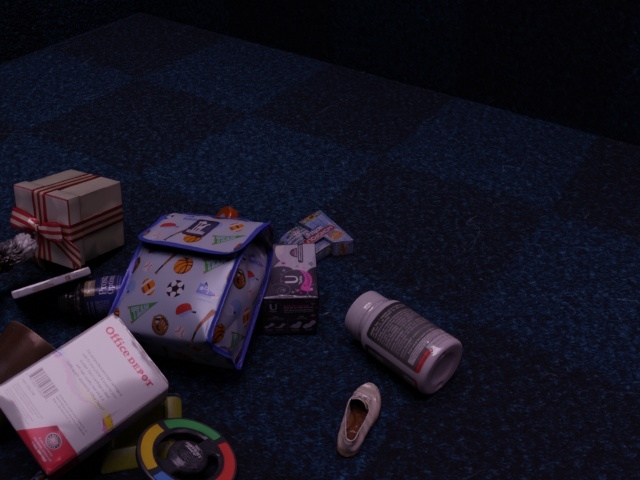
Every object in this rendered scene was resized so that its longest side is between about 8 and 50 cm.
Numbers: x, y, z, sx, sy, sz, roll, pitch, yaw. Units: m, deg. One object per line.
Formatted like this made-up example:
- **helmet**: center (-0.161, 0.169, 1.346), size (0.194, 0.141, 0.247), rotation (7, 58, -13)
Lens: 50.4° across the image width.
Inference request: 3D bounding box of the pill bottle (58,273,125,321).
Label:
- **pill bottle**: center (-0.611, 0.162, 1.906), size (0.219, 0.123, 0.123), rotation (-6, 37, -6)

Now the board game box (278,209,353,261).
- **board game box**: center (0.000, 0.000, 2.178), size (0.194, 0.060, 0.194), rotation (29, 46, 34)

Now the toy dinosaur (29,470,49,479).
- **toy dinosaur**: center (-0.624, 0.536, 1.500), size (0.082, 0.047, 0.090), rotation (-29, 11, -20)

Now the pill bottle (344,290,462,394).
- **pill bottle**: center (0.209, 0.255, 1.757), size (0.161, 0.161, 0.283), rotation (-29, 46, -33)

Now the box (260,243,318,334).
- **box**: center (-0.086, 0.132, 1.934), size (0.163, 0.142, 0.247), rotation (-1, 37, -2)

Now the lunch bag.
- **lunch bag**: center (-0.323, 0.101, 1.766), size (0.327, 0.239, 0.385), rotation (7, 62, 21)

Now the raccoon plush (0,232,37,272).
- **raccoon plush**: center (-0.925, 0.154, 1.801), size (0.446, 0.216, 0.299), rotation (-37, 59, -21)

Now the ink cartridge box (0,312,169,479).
- **ink cartridge box**: center (-0.528, 0.348, 1.518), size (0.306, 0.131, 0.226), rotation (-33, 76, -29)

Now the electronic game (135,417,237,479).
- **electronic game**: center (-0.292, 0.477, 1.492), size (0.229, 0.048, 0.229), rotation (21, 23, -10)

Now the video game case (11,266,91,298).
- **video game case**: center (-0.764, 0.126, 1.925), size (0.206, 0.026, 0.227), rotation (-20, 1, -24)

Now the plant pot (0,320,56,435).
- **plant pot**: center (-0.739, 0.347, 1.618), size (0.215, 0.215, 0.230), rotation (23, 58, 27)

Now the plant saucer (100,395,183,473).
- **plant saucer**: center (-0.422, 0.443, 1.601), size (0.188, 0.045, 0.188), rotation (-7, 37, -9)

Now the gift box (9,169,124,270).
- **gift box**: center (-0.767, -0.049, 2.083), size (0.255, 0.276, 0.258), rotation (9, 22, 27)

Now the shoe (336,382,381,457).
- **shoe**: center (0.097, 0.417, 1.626), size (0.076, 0.058, 0.219), rotation (12, 39, 15)

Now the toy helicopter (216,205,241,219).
- **toy helicopter**: center (-0.296, 0.091, 1.965), size (0.235, 0.140, 0.355), rotation (-25, 48, 38)
